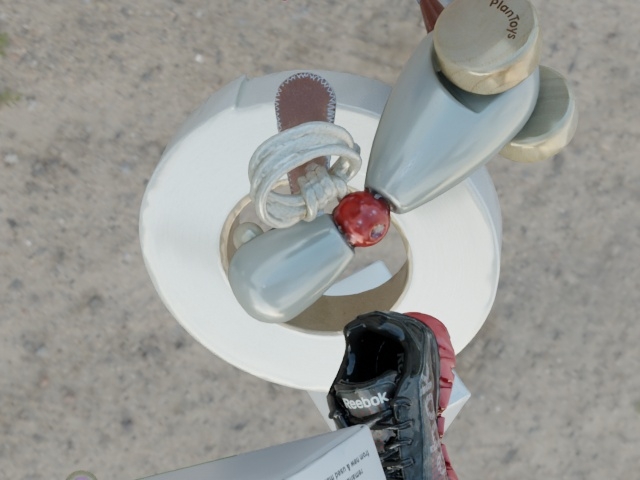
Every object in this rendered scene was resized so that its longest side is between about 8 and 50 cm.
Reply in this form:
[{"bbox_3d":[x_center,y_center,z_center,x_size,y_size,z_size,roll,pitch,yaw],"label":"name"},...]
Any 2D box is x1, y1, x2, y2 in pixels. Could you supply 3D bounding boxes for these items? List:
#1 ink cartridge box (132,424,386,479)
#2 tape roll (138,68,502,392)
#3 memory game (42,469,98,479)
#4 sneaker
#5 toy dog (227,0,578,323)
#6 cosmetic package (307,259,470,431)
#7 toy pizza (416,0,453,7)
[{"bbox_3d":[-0.036,0.271,0.700,0.117,0.201,0.278,-16,88,-63],"label":"ink cartridge box"},{"bbox_3d":[0.000,0.000,1.305,0.392,0.072,0.392,6,127,7],"label":"tape roll"},{"bbox_3d":[-0.240,0.319,1.206,0.186,0.186,0.012,-29,162,-23],"label":"memory game"},{"bbox_3d":[0.063,0.183,1.072,0.135,0.098,0.276,32,50,-52],"label":"sneaker"},{"bbox_3d":[0.048,-0.092,0.990,0.334,0.161,0.220,-27,143,-18],"label":"toy dog"},{"bbox_3d":[0.071,0.186,1.692,0.138,0.224,0.224,-26,160,-18],"label":"cosmetic package"},{"bbox_3d":[0.147,-0.208,1.196,0.032,0.201,0.201,-38,132,4],"label":"toy pizza"}]
